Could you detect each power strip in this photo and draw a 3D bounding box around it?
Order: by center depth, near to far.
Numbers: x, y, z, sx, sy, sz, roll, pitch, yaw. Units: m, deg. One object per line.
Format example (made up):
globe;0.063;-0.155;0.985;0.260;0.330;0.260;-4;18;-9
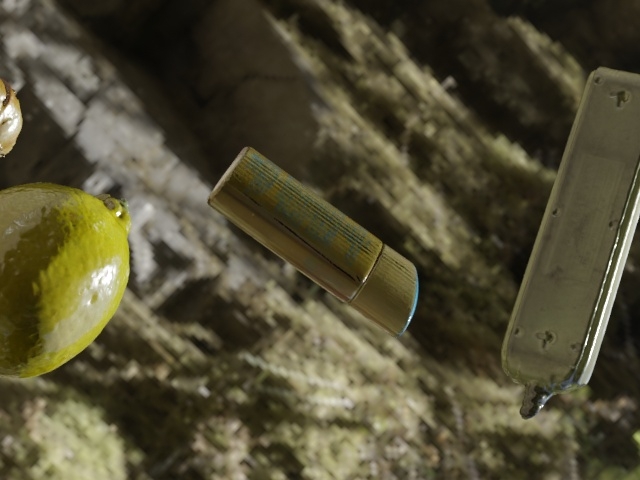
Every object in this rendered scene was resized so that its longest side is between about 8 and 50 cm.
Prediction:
power strip;0.270;0.003;1.622;0.092;0.066;0.387;14;-106;23

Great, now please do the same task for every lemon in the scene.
lemon;-0.287;0.034;1.576;0.248;0.184;0.184;-42;-167;-37

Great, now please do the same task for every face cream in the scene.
face cream;0.000;0.000;1.925;0.067;0.285;0.139;-53;-176;30

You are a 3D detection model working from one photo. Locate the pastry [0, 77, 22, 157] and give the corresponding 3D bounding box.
pastry;-0.499;-0.186;2.060;0.219;0.229;0.100;9;-114;36
